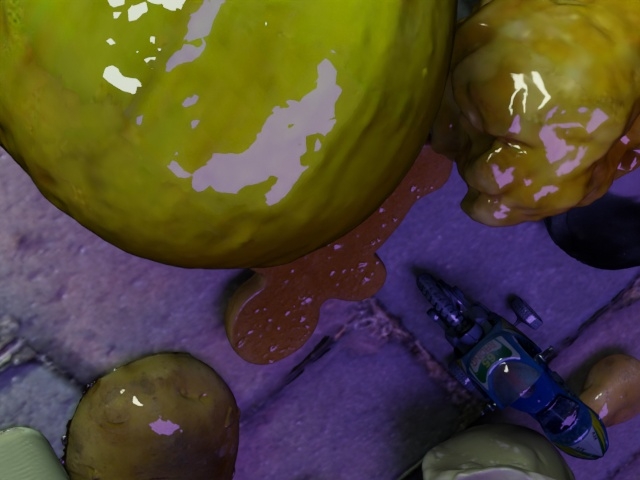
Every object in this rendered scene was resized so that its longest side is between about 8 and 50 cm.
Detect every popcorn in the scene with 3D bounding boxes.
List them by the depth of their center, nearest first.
[{"bbox_3d":[0.184,-0.118,1.481,0.253,0.191,0.190,-32,149,-17],"label":"popcorn"}]

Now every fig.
[{"bbox_3d":[-0.058,-0.155,1.222,0.343,0.343,0.343,-17,131,-20],"label":"fig"}]

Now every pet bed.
[{"bbox_3d":[0.278,-0.059,1.642,0.201,0.053,0.201,-3,132,-4],"label":"pet bed"}]

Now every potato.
[{"bbox_3d":[-0.134,0.191,1.608,0.164,0.081,0.200,-15,129,-19],"label":"potato"},{"bbox_3d":[0.278,0.148,1.835,0.083,0.062,0.068,-46,112,-32],"label":"potato"}]

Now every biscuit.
[{"bbox_3d":[-0.001,-0.001,1.565,0.158,0.035,0.240,23,110,-39],"label":"biscuit"}]

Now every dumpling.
[{"bbox_3d":[0.188,0.243,1.761,0.258,0.193,0.147,36,62,-56],"label":"dumpling"}]

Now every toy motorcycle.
[{"bbox_3d":[0.174,0.117,1.693,0.092,0.135,0.254,-44,135,6],"label":"toy motorcycle"}]

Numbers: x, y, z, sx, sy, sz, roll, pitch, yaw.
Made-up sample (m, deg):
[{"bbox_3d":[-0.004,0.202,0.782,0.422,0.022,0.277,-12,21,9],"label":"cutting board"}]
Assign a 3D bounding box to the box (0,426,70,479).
[{"bbox_3d":[-0.224,0.385,1.519,0.177,0.344,0.352,-16,131,-22],"label":"box"}]
